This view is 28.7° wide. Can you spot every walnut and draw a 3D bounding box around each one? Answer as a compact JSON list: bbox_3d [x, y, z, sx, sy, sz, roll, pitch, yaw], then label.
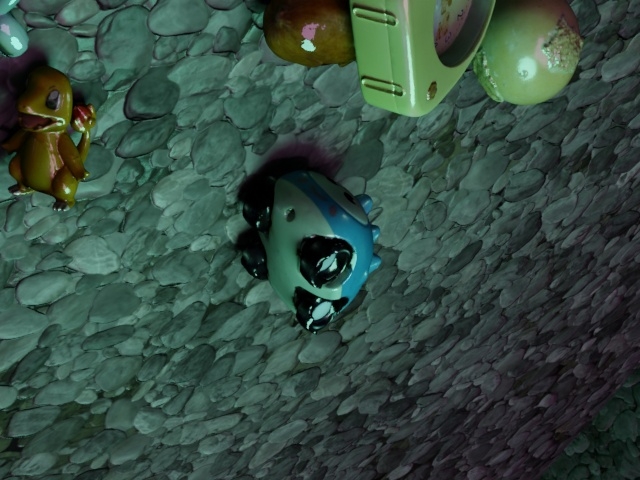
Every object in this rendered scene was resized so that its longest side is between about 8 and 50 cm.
[{"bbox_3d":[0.007,-0.274,1.589,0.207,0.116,0.116,-10,142,-51],"label":"walnut"}]

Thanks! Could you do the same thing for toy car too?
[{"bbox_3d":[0.000,0.000,1.881,0.190,0.188,0.255,-32,148,-25],"label":"toy car"}]

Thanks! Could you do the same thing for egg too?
[{"bbox_3d":[0.296,-0.284,1.811,0.164,0.164,0.201,-29,149,-13],"label":"egg"}]

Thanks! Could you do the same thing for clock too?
[{"bbox_3d":[0.151,-0.324,1.593,0.308,0.096,0.235,-51,146,-34],"label":"clock"}]

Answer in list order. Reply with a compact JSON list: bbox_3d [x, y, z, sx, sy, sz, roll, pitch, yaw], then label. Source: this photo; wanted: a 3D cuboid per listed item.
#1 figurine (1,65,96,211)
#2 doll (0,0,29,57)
[{"bbox_3d":[-0.311,-0.133,1.486,0.122,0.121,0.176,-48,153,-43],"label":"figurine"},{"bbox_3d":[-0.328,-0.274,1.284,0.159,0.059,0.158,-46,149,20],"label":"doll"}]
